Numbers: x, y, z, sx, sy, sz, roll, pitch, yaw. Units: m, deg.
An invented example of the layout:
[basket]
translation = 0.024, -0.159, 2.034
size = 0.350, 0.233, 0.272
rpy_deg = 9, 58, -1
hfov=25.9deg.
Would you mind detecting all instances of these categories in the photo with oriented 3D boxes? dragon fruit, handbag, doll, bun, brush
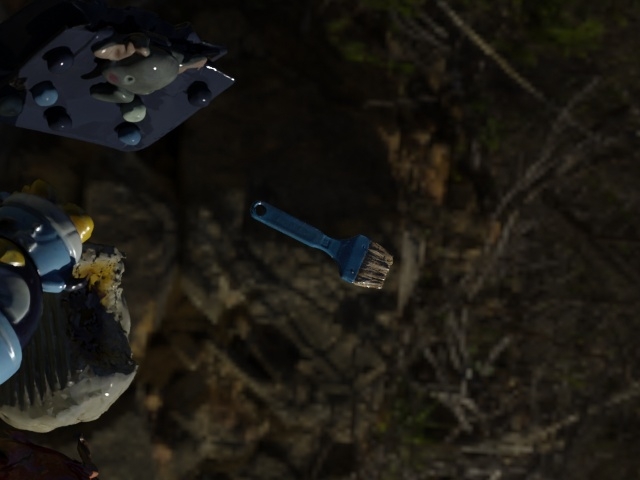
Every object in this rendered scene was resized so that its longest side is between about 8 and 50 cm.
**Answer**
[dragon fruit]
translation = -0.240, 0.228, 1.140
size = 0.133, 0.166, 0.136
rpy_deg = -37, 147, -62
[handbag]
translation = -0.288, -0.225, 1.882
size = 0.326, 0.269, 0.118
rpy_deg = 8, 60, -50
[doll]
translation = -0.379, 0.056, 1.548
size = 0.314, 0.177, 0.141
rpy_deg = -54, -178, -38
[bun]
translation = -0.355, 0.115, 1.822
size = 0.205, 0.282, 0.281
rpy_deg = 14, 80, -74
[brush]
translation = 0.000, 0.000, 1.417
size = 0.014, 0.164, 0.051
rpy_deg = -9, -124, 67
